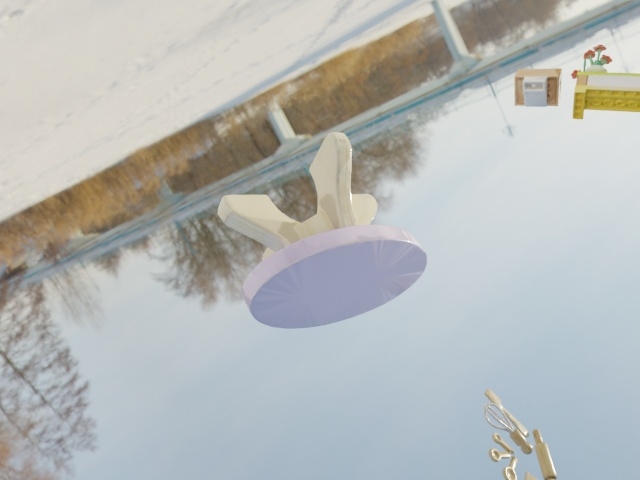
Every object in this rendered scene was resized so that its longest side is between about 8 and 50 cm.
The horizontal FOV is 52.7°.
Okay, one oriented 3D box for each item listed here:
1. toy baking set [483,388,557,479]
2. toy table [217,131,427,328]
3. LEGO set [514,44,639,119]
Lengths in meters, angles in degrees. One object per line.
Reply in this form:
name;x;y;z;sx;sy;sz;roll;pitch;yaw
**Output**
toy baking set;0.444;0.453;1.442;0.030;0.197;0.256;-45;-155;32
toy table;0.000;0.000;0.871;0.274;0.161;0.252;7;132;-44
LEGO set;0.341;-0.198;0.646;0.287;0.132;0.107;-15;-129;53
